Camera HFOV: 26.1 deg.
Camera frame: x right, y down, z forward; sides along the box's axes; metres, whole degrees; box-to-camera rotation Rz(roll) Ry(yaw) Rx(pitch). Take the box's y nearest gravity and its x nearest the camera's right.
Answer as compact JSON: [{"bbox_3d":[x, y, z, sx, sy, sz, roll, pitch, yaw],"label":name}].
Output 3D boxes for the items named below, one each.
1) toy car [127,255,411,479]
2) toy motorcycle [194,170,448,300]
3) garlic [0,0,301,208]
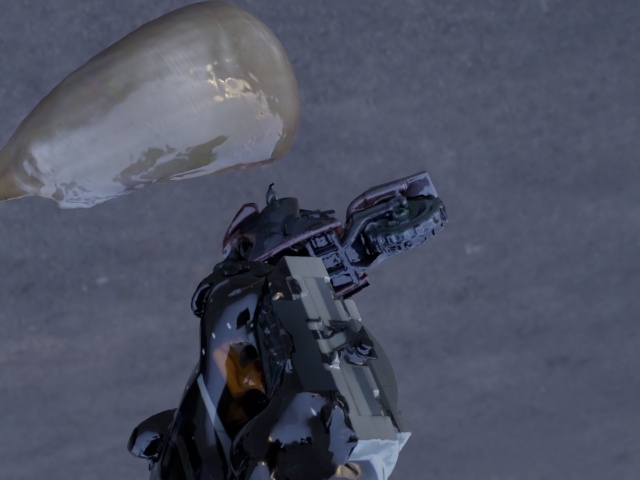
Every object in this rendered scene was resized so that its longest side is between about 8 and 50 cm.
[{"bbox_3d":[-0.047,0.157,0.920,0.118,0.193,0.301,0,134,-27],"label":"toy car"},{"bbox_3d":[0.000,0.001,1.106,0.213,0.122,0.082,-20,122,13],"label":"toy motorcycle"},{"bbox_3d":[-0.153,-0.090,1.209,0.338,0.151,0.196,-29,173,-33],"label":"garlic"}]
